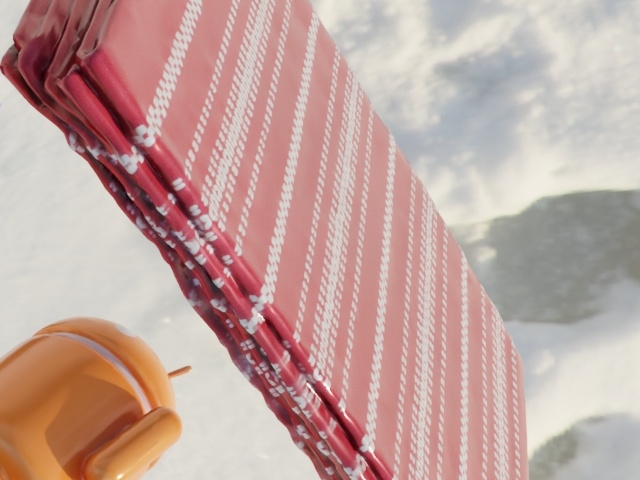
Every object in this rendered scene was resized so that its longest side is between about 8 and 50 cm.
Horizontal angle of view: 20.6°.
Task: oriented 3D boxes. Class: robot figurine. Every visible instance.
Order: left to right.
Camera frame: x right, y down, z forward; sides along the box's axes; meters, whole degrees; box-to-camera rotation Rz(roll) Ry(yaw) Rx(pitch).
[{"bbox_3d":[-0.183,0.132,1.171,0.128,0.158,0.219,46,43,3],"label":"robot figurine"}]

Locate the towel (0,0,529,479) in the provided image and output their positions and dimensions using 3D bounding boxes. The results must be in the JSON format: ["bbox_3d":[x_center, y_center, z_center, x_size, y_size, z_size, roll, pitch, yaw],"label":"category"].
[{"bbox_3d":[0.000,0.000,0.584,0.031,0.199,0.275,-23,119,19],"label":"towel"}]
